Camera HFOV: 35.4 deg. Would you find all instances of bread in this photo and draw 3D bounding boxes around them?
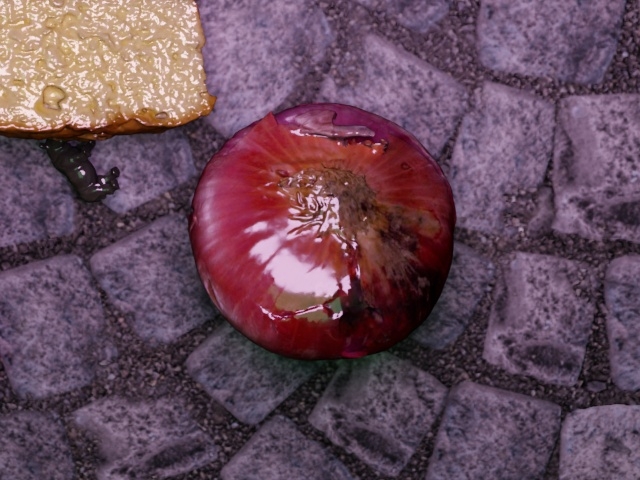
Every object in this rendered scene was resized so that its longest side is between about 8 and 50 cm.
[{"bbox_3d":[-0.315,-0.220,1.250,0.340,0.179,0.194,-5,98,-23],"label":"bread"}]

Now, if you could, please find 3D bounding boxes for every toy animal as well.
[{"bbox_3d":[-0.332,-0.112,1.359,0.065,0.047,0.136,-30,109,17],"label":"toy animal"}]

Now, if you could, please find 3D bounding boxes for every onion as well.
[{"bbox_3d":[0.000,0.000,1.300,0.347,0.285,0.348,5,68,-12],"label":"onion"}]
